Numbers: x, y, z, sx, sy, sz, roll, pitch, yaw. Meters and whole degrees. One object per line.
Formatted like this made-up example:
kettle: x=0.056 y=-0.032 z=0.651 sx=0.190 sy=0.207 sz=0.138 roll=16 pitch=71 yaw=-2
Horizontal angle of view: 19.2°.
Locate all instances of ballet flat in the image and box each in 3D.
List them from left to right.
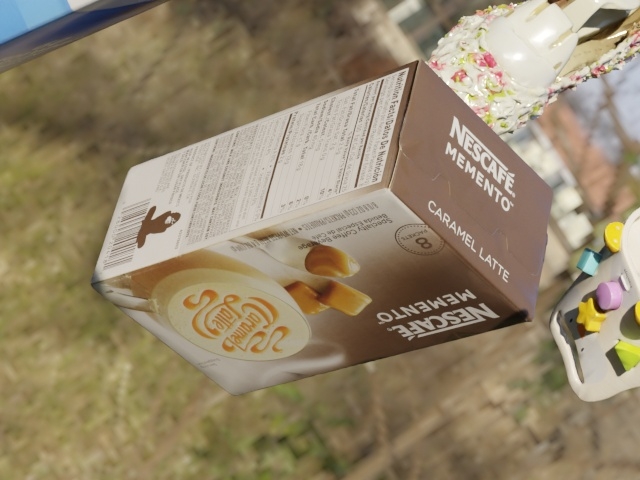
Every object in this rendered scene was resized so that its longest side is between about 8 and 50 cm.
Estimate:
ballet flat: x=0.155 y=-0.140 z=1.276 sx=0.091 sy=0.077 sz=0.241 roll=51 pitch=46 yaw=7

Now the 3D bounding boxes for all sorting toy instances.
sorting toy: x=0.135 y=0.036 z=0.877 sx=0.045 sy=0.075 sz=0.083 roll=3 pitch=55 yaw=-34

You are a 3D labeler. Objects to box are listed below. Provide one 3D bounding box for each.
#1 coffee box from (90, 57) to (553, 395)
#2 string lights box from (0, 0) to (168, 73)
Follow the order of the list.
coffee box: x=0.000 y=0.000 z=1.153 sx=0.141 sy=0.246 sz=0.098 roll=41 pitch=49 yaw=-34
string lights box: x=-0.142 y=-0.116 z=0.638 sx=0.077 sy=0.260 sz=0.133 roll=-23 pitch=94 yaw=-53
